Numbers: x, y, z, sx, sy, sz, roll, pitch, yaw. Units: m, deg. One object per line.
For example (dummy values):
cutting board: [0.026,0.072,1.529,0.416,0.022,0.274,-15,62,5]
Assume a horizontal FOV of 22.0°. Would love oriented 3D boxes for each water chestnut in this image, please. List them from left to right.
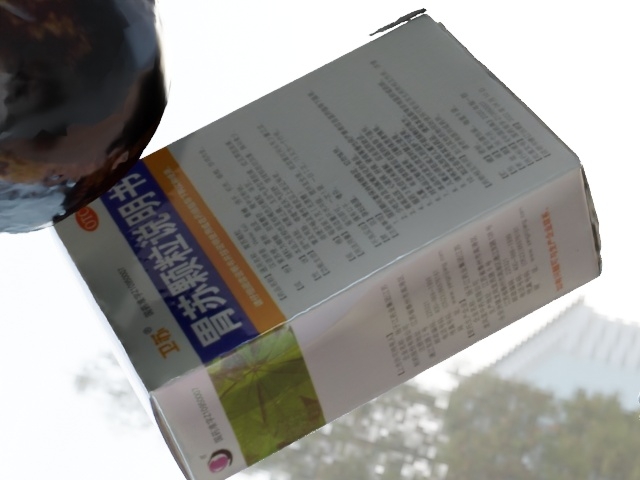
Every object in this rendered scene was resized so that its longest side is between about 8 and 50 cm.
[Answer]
water chestnut: [-0.200,-0.107,0.907,0.224,0.238,0.223,10,-111,-27]

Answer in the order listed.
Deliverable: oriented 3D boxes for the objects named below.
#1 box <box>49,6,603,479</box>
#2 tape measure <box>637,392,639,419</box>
box: [0.000,0.000,1.056,0.299,0.200,0.106,-29,-46,-9]
tape measure: [0.290,0.098,1.283,0.091,0.054,0.094,-37,-28,-24]
